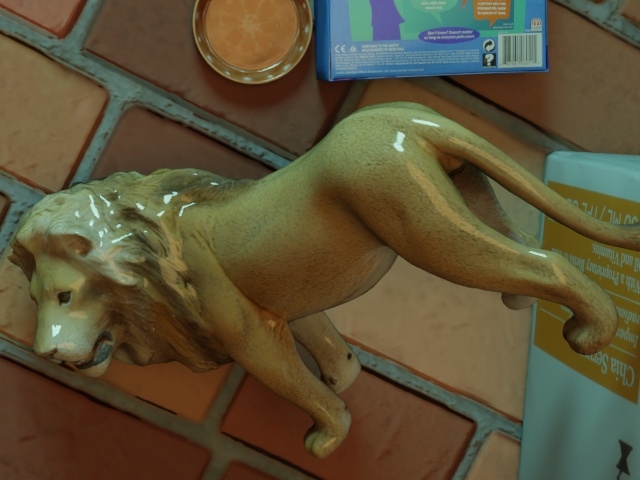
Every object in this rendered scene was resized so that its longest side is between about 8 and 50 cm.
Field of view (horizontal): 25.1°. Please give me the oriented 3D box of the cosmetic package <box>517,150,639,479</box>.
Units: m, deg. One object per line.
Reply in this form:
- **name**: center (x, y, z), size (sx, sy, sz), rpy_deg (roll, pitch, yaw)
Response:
- **cosmetic package**: center (0.245, 0.174, 0.985), size (0.161, 0.230, 0.453), rpy_deg (2, 96, -12)

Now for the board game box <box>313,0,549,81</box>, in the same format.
- **board game box**: center (0.074, -0.218, 0.988), size (0.160, 0.047, 0.210), rpy_deg (-3, 98, -12)

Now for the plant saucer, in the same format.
- **plant saucer**: center (-0.047, -0.149, 0.989), size (0.083, 0.013, 0.083), rpy_deg (-1, 97, -11)

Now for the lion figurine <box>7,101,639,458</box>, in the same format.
- **lion figurine**: center (0.000, 0.000, 0.892), size (0.392, 0.142, 0.240), rpy_deg (-30, 111, 29)
